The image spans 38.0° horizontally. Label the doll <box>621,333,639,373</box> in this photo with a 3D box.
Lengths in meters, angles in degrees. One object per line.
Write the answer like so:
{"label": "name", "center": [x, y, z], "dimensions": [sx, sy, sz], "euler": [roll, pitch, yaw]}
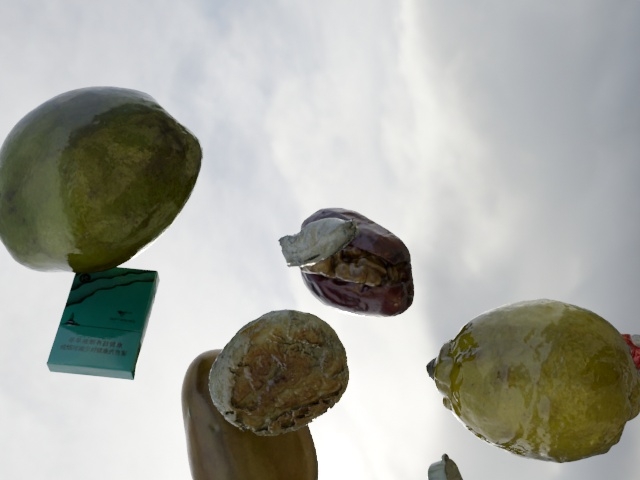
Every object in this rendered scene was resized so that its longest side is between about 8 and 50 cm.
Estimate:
{"label": "doll", "center": [0.664, 0.262, 2.082], "dimensions": [0.188, 0.384, 0.099], "euler": [71, -166, -55]}

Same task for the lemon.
{"label": "lemon", "center": [0.364, 0.227, 1.545], "dimensions": [0.285, 0.316, 0.285], "euler": [-49, -12, -14]}

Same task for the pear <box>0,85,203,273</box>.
{"label": "pear", "center": [-0.432, -0.122, 1.749], "dimensions": [0.413, 0.352, 0.352], "euler": [-34, -41, -6]}

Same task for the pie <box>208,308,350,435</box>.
{"label": "pie", "center": [-0.076, 0.252, 1.737], "dimensions": [0.055, 0.274, 0.274], "euler": [-119, 17, -62]}

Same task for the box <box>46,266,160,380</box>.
{"label": "box", "center": [-0.405, 0.149, 1.750], "dimensions": [0.042, 0.161, 0.226], "euler": [93, -177, -53]}

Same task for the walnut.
{"label": "walnut", "center": [0.069, 0.047, 1.986], "dimensions": [0.244, 0.269, 0.221], "euler": [15, -91, -56]}

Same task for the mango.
{"label": "mango", "center": [-0.163, 0.444, 2.045], "dimensions": [0.300, 0.232, 0.445], "euler": [-27, -85, -38]}

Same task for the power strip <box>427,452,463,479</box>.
{"label": "power strip", "center": [0.267, 0.535, 1.728], "dimensions": [0.080, 0.048, 0.286], "euler": [-20, -91, -65]}

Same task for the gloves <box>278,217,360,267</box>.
{"label": "gloves", "center": [0.001, 0.004, 1.740], "dimensions": [0.114, 0.153, 0.070], "euler": [51, -165, -79]}
